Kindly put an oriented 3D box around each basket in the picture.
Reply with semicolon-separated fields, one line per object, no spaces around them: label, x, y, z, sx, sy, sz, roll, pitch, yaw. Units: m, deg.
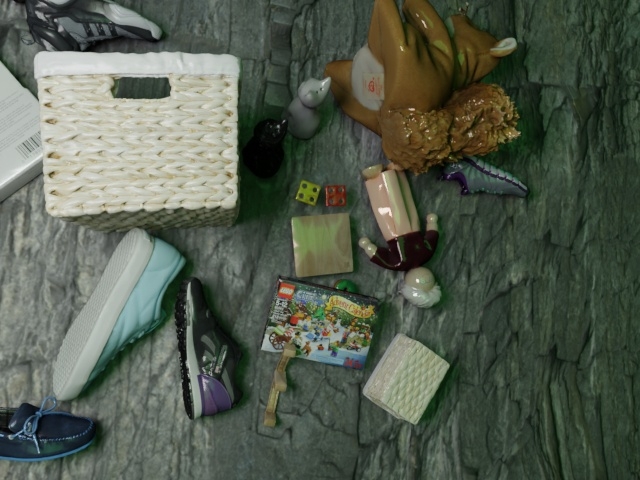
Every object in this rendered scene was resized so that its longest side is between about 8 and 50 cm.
basket;-0.309;-0.165;0.920;0.327;0.331;0.267;-3;86;-12
basket;0.191;0.304;1.083;0.113;0.103;0.167;36;76;-7

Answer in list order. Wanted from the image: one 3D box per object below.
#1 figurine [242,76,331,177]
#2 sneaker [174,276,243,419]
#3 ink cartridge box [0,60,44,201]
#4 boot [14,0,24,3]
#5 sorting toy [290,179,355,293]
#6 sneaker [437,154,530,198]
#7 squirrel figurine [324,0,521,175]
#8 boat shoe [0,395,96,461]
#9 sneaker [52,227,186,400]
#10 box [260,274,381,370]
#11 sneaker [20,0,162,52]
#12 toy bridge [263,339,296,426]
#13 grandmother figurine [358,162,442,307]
figurine;-0.067;-0.247;1.041;0.092;0.209;0.215;44;76;-4
sneaker;-0.228;0.214;1.020;0.124;0.107;0.284;-5;88;-27
ink cartridge box;-0.700;-0.206;0.974;0.296;0.066;0.261;-42;93;-14
boot;-0.548;-0.595;1.018;0.347;0.131;0.260;31;71;4
sorting toy;0.000;0.000;1.103;0.132;0.046;0.275;-5;92;-13
sneaker;0.401;-0.140;1.210;0.223;0.083;0.098;27;99;-3
squirrel figurine;0.275;-0.348;1.112;0.370;0.281;0.397;-19;78;-28
boat shoe;-0.558;0.350;0.908;0.257;0.109;0.089;1;104;-14
sneaker;-0.386;0.164;0.968;0.150;0.135;0.366;30;93;-37
box;0.000;0.181;1.068;0.232;0.044;0.159;14;96;-10
sneaker;-0.483;-0.436;1.035;0.268;0.101;0.153;7;115;-36
toy bridge;-0.086;0.295;1.037;0.026;0.063;0.188;14;103;-10
grandmother figurine;0.189;-0.008;1.126;0.207;0.104;0.343;-18;84;-5
